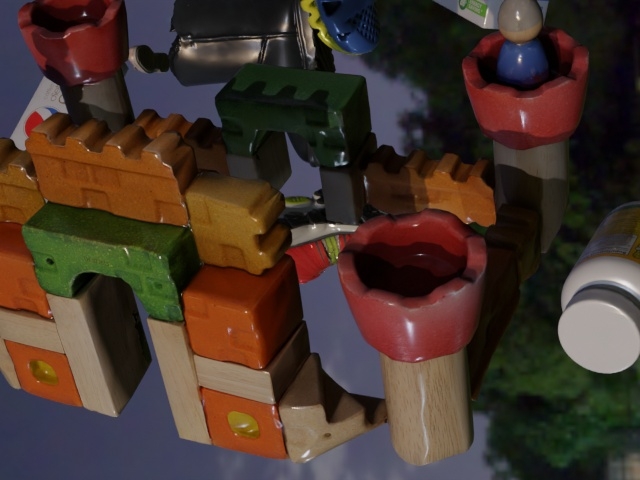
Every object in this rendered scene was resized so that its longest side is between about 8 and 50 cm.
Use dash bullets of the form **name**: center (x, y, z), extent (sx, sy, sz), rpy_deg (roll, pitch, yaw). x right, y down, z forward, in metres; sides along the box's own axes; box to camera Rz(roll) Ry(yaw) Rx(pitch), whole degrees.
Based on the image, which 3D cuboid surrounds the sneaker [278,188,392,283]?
- **sneaker**: center (0.000, 0.000, 1.706), extent (0.107, 0.278, 0.118), rpy_deg (-114, 25, -49)

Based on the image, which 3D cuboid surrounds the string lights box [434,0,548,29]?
- **string lights box**: center (0.193, -0.359, 1.306), extent (0.133, 0.076, 0.260), rpy_deg (-134, 47, -57)

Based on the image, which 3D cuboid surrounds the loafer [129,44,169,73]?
- **loafer**: center (-0.287, -0.292, 2.066), extent (0.125, 0.039, 0.045), rpy_deg (-2, -86, -71)

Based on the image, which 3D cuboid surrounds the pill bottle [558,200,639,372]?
- **pill bottle**: center (0.327, 0.051, 1.364), extent (0.208, 0.117, 0.118), rpy_deg (-45, -51, -50)

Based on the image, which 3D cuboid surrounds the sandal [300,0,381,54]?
- **sandal**: center (0.037, -0.363, 1.453), extent (0.126, 0.138, 0.318), rpy_deg (-63, -33, -55)

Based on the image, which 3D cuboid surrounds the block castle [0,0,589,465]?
- **block castle**: center (-0.068, -0.049, 0.877), extent (0.303, 0.453, 0.213), rpy_deg (-56, -32, -42)

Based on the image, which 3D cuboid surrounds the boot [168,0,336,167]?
- **boot**: center (-0.088, -0.214, 1.658), extent (0.094, 0.207, 0.247), rpy_deg (-32, -62, -66)

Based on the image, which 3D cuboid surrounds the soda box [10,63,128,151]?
- **soda box**: center (-0.340, -0.167, 1.687), extent (0.069, 0.073, 0.216), rpy_deg (65, -135, -61)
